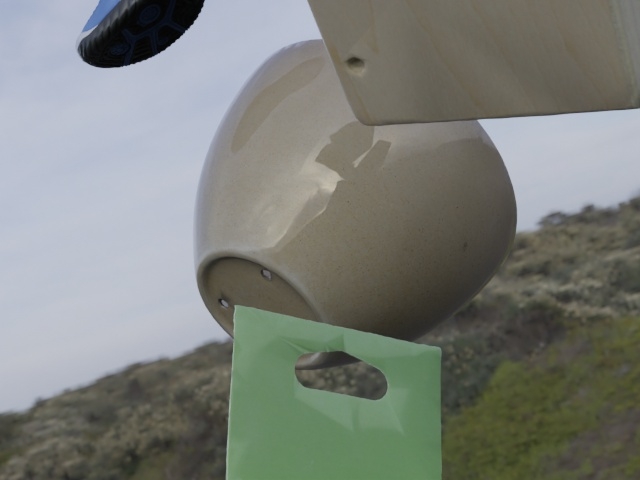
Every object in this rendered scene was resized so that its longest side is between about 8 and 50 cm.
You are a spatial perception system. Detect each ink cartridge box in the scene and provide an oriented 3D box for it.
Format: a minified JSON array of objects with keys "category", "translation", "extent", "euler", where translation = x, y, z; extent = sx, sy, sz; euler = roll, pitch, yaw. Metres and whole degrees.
[{"category":"ink cartridge box","translation":[0.023,0.162,0.703],"extent":[0.171,0.235,0.056],"euler":[15,-21,-31]}]

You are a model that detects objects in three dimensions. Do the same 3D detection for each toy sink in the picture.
[{"category":"toy sink","translation":[0.076,-0.176,0.441],"extent":[0.131,0.153,0.234],"euler":[-1,44,29]}]

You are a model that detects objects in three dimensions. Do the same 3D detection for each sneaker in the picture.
[{"category":"sneaker","translation":[-0.137,-0.237,0.999],"extent":[0.211,0.081,0.080],"euler":[-46,-23,7]}]

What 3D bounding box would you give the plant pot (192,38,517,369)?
[{"category":"plant pot","translation":[0.000,0.000,0.997],"extent":[0.284,0.284,0.191],"euler":[-24,22,51]}]
